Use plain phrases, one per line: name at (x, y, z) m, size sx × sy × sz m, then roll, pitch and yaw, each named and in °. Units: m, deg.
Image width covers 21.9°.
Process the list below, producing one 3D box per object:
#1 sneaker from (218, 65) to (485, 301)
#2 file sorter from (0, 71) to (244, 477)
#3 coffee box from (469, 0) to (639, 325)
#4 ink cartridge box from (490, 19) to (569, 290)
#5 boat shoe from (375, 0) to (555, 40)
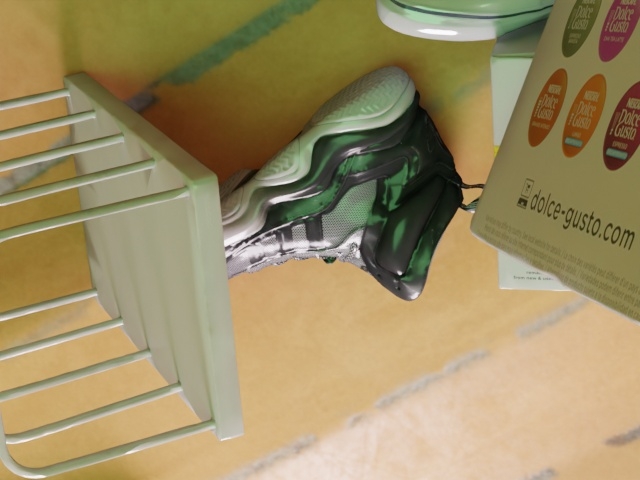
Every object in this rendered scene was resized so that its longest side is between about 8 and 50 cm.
sneaker at (0.000, 0.000, 1.252) m, size 0.268 × 0.101 × 0.153 m, roll -38°, pitch 101°, yaw 22°
file sorter at (-0.192, 0.021, 1.176) m, size 0.173 × 0.278 × 0.193 m, roll -15°, pitch 115°, yaw -22°
coffee box at (0.334, -0.079, 0.935) m, size 0.338 × 0.337 × 0.334 m, roll 20°, pitch 95°, yaw -14°
ink cartridge box at (0.165, -0.069, 1.176) m, size 0.072 × 0.127 × 0.175 m, roll 1°, pitch 113°, yaw 14°
boat shoe at (0.148, -0.196, 1.126) m, size 0.226 × 0.083 × 0.076 m, roll -10°, pitch 137°, yaw -10°
